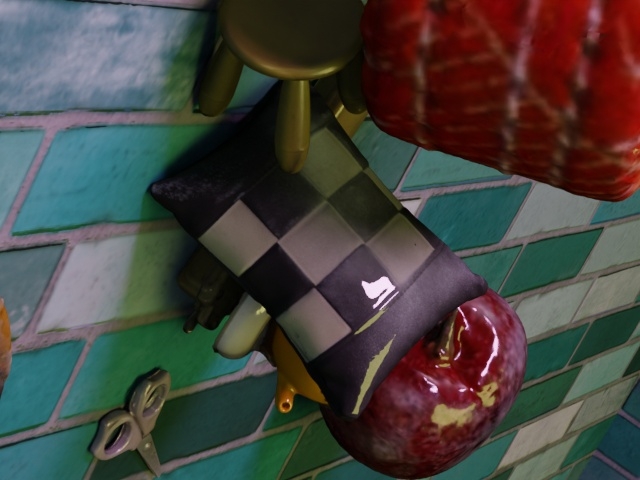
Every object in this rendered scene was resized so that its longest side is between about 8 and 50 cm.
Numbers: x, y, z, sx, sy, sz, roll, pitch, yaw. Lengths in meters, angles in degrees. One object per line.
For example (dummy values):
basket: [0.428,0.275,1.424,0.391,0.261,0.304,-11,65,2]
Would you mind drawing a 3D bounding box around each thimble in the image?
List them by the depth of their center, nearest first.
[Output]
thimble: [0.172,-0.213,1.362,0.350,0.230,0.350,14,90,-81]

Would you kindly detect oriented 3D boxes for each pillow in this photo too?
pillow: [0.000,0.000,1.461,0.186,0.250,0.106,-40,180,-31]

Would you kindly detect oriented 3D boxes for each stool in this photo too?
stool: [-0.023,-0.133,1.366,0.135,0.134,0.110,-1,146,-8]

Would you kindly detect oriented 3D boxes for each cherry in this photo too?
cherry: [0.106,0.149,1.941,0.230,0.203,0.300,-55,169,-22]

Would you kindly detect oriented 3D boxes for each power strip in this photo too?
power strip: [-0.034,-0.049,1.567,0.305,0.044,0.064,-56,160,-4]

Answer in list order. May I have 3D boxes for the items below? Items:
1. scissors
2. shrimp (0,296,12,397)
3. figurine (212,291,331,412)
scissors: [-0.164,0.184,1.669,0.100,0.015,0.189,-47,160,-17]
shrimp: [-0.286,0.127,1.275,0.150,0.051,0.217,-22,134,-50]
figurine: [0.012,0.061,1.603,0.167,0.141,0.250,-59,176,32]
